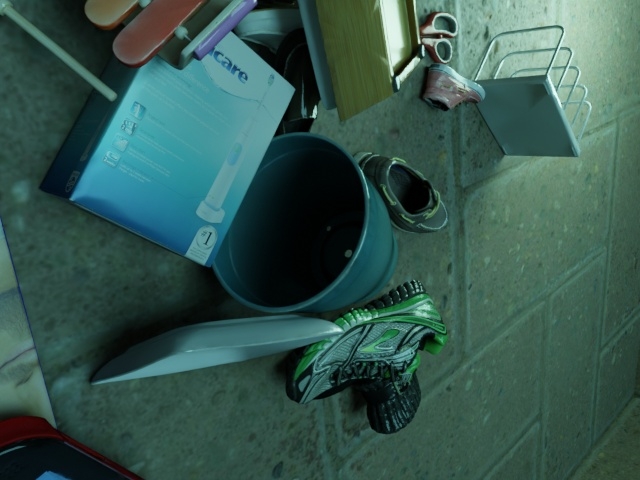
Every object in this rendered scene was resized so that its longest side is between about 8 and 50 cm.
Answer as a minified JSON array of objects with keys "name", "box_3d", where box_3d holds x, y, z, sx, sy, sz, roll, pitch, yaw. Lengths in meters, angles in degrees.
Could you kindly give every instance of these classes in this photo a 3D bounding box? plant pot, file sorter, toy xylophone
[{"name":"plant pot","box_3d":[0.000,0.000,0.899,0.255,0.272,0.271,29,80,-59]},{"name":"file sorter","box_3d":[0.523,-0.354,1.334,0.278,0.193,0.173,41,69,-42]},{"name":"toy xylophone","box_3d":[-0.234,-0.302,0.609,0.323,0.081,0.236,34,81,-1]}]

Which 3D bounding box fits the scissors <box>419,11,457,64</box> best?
[{"name":"scissors","box_3d":[0.188,-0.426,1.118,0.297,0.021,0.109,-8,109,-41]}]

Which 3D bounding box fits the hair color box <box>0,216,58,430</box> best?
[{"name":"hair color box","box_3d":[-0.433,0.123,0.613,0.185,0.110,0.339,-21,116,-39]}]

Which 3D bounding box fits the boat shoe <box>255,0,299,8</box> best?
[{"name":"boat shoe","box_3d":[-0.056,-0.405,0.820,0.324,0.116,0.123,-25,117,-37]}]

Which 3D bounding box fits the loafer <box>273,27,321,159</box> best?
[{"name":"loafer","box_3d":[-0.028,-0.221,0.860,0.080,0.078,0.220,-12,138,-23]}]

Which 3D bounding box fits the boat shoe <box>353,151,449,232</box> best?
[{"name":"boat shoe","box_3d":[0.190,-0.088,1.150,0.324,0.097,0.116,29,81,-44]}]

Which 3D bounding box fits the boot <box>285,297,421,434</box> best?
[{"name":"boot","box_3d":[0.088,0.299,1.133,0.348,0.131,0.260,-24,117,-38]}]

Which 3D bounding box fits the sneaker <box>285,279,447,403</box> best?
[{"name":"sneaker","box_3d":[0.091,0.190,0.946,0.343,0.146,0.134,-22,155,-30]}]

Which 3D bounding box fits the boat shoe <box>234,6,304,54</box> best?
[{"name":"boat shoe","box_3d":[-0.023,-0.316,0.889,0.277,0.098,0.096,-11,108,-43]}]

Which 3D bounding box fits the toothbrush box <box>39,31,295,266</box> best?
[{"name":"toothbrush box","box_3d":[-0.197,-0.145,0.749,0.216,0.126,0.295,31,79,-42]}]

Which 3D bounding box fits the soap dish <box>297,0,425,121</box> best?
[{"name":"soap dish","box_3d":[0.062,-0.349,0.786,0.229,0.118,0.291,-55,138,-51]}]

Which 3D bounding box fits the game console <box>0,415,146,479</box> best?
[{"name":"game console","box_3d":[-0.390,0.400,0.667,0.342,0.060,0.386,-43,143,-18]}]

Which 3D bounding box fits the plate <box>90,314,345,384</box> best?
[{"name":"plate","box_3d":[-0.152,0.154,0.799,0.277,0.278,0.045,3,70,-43]}]

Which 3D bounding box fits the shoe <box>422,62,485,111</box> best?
[{"name":"shoe","box_3d":[0.296,-0.322,1.218,0.178,0.063,0.081,15,92,-39]}]
